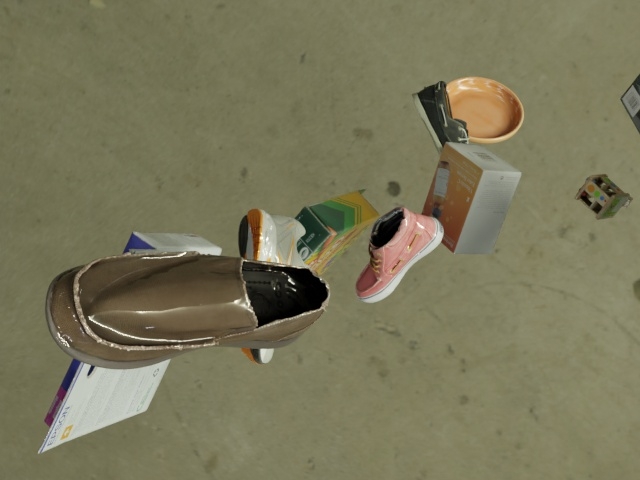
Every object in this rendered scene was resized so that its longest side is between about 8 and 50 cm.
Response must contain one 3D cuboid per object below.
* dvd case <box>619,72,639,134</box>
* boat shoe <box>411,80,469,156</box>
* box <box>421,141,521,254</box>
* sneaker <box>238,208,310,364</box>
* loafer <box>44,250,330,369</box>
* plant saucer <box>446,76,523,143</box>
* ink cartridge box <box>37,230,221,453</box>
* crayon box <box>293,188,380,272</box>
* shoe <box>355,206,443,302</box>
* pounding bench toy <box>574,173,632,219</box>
[{"bbox_3d":[0.286,-0.125,0.634,0.013,0.119,0.087,9,46,-22],"label":"dvd case"},{"bbox_3d":[0.259,-0.207,1.633,0.079,0.084,0.233,-24,74,9],"label":"boat shoe"},{"bbox_3d":[0.273,-0.077,1.520,0.091,0.130,0.171,1,118,-30],"label":"box"},{"bbox_3d":[-0.072,0.080,1.401,0.121,0.099,0.263,4,91,-33],"label":"sneaker"},{"bbox_3d":[-0.138,0.061,0.970,0.366,0.130,0.134,-2,68,-42],"label":"loafer"},{"bbox_3d":[0.361,-0.292,1.877,0.199,0.037,0.200,2,55,-3],"label":"plant saucer"},{"bbox_3d":[-0.302,0.141,1.278,0.071,0.330,0.324,28,96,15],"label":"ink cartridge box"},{"bbox_3d":[0.000,0.000,1.695,0.081,0.202,0.318,47,25,9],"label":"crayon box"},{"bbox_3d":[0.091,0.020,1.195,0.081,0.178,0.063,21,38,-35],"label":"shoe"},{"bbox_3d":[0.491,-0.079,1.420,0.083,0.052,0.065,-7,47,-40],"label":"pounding bench toy"}]
